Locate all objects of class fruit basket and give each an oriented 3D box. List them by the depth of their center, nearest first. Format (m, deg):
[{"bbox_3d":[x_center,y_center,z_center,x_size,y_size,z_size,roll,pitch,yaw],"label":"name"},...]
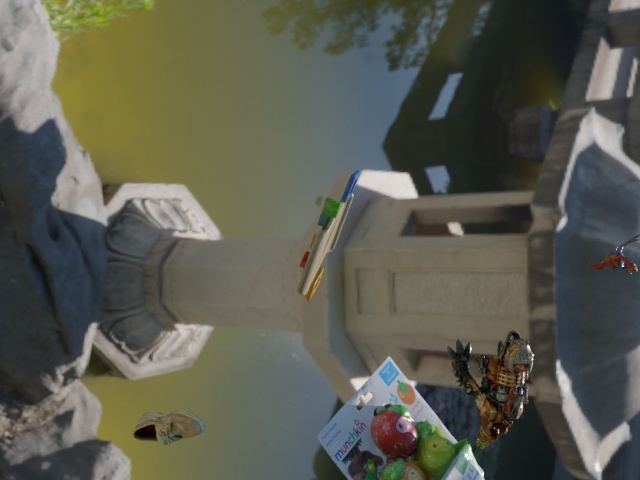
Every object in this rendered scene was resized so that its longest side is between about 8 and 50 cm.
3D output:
[{"bbox_3d":[0.193,0.465,1.524,0.353,0.165,0.327,56,41,0],"label":"fruit basket"}]

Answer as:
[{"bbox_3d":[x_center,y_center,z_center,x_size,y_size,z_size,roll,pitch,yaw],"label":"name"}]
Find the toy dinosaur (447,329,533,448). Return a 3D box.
[{"bbox_3d":[0.374,0.325,1.534,0.164,0.322,0.218,19,27,-19],"label":"toy dinosaur"}]

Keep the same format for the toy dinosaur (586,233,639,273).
[{"bbox_3d":[0.387,0.031,0.914,0.082,0.090,0.047,-5,67,-56],"label":"toy dinosaur"}]

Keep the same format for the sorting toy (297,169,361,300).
[{"bbox_3d":[0.000,0.000,1.534,0.196,0.047,0.348,-56,168,-53],"label":"sorting toy"}]

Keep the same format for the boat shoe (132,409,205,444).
[{"bbox_3d":[-0.301,0.375,1.386,0.059,0.170,0.063,-50,120,-48],"label":"boat shoe"}]
